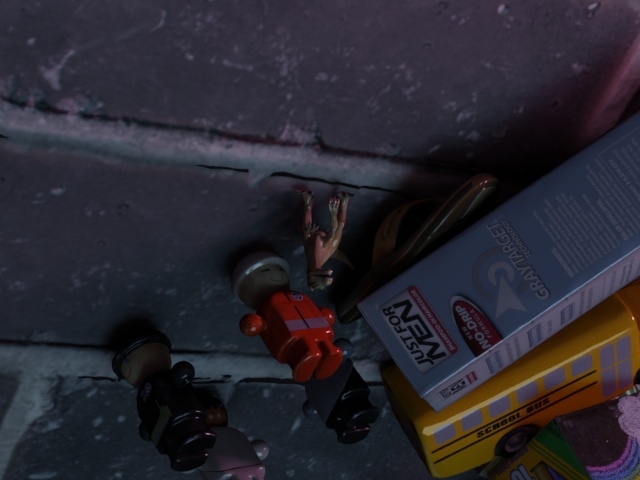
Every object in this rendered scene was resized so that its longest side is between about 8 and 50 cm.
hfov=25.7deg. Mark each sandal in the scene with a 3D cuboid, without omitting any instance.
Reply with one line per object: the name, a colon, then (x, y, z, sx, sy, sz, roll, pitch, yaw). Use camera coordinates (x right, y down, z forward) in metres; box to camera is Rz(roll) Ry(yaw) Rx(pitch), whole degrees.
sandal: (0.083, 0.001, 1.362, 0.090, 0.060, 0.219, -15, 156, -51)

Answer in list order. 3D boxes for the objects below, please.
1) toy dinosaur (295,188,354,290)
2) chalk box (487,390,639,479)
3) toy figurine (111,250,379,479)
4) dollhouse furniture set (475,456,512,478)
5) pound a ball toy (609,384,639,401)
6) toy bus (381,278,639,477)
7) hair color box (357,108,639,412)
toy dinosaur: (0.000, 0.000, 1.298, 0.053, 0.183, 0.093, 7, 98, 7)
chalk box: (0.336, 0.334, 1.505, 0.180, 0.289, 0.179, -11, 152, -37)
toy figurine: (-0.069, 0.136, 1.338, 0.213, 0.148, 0.209, -36, 144, 0)
dollhouse furniture set: (0.248, 0.371, 1.710, 0.101, 0.182, 0.161, 23, 114, -43)
pound a ball toy: (0.444, 0.271, 1.751, 0.135, 0.208, 0.319, -28, 117, 7)
toy bus: (0.242, 0.135, 1.545, 0.332, 0.108, 0.130, -26, 136, -7)
hair color box: (0.229, 0.014, 1.371, 0.374, 0.114, 0.185, -35, 165, 1)
